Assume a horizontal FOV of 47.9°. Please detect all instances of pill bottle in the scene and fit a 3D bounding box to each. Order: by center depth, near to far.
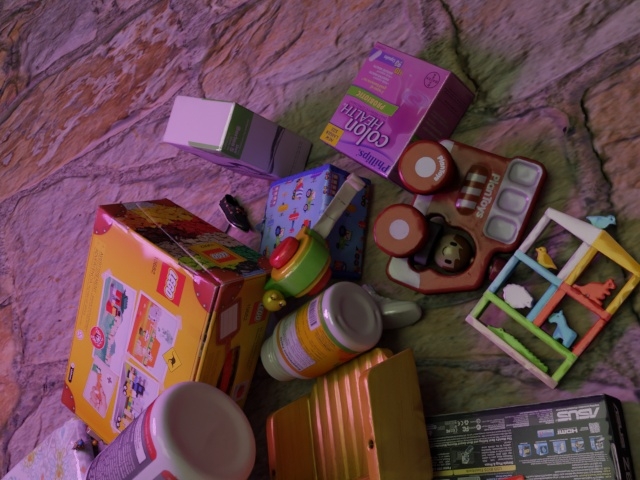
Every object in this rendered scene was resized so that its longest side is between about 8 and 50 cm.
[{"bbox_3d":[-0.300,0.432,1.307,0.363,0.210,0.210,-43,54,28],"label":"pill bottle"},{"bbox_3d":[-0.007,0.188,1.398,0.245,0.136,0.136,-36,55,41],"label":"pill bottle"}]

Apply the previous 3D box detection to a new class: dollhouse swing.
[{"bbox_3d":[-0.039,0.363,1.262,0.347,0.305,0.315,-36,54,50],"label":"dollhouse swing"}]

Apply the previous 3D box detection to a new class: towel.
[{"bbox_3d":[-0.700,0.685,1.852,0.374,0.090,0.321,-40,56,19],"label":"towel"}]

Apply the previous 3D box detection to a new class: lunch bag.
[{"bbox_3d":[-0.049,-0.030,1.591,0.293,0.138,0.221,-3,76,46],"label":"lunch bag"}]

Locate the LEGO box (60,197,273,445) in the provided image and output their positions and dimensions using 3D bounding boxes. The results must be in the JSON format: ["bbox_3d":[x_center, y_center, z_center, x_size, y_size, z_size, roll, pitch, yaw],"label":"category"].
[{"bbox_3d":[-0.330,0.212,1.533,0.372,0.193,0.500,29,113,29],"label":"LEGO box"}]

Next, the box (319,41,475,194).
[{"bbox_3d":[0.156,-0.257,1.506,0.213,0.117,0.243,36,98,39],"label":"box"}]

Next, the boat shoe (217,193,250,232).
[{"bbox_3d":[-0.207,-0.066,1.757,0.042,0.049,0.133,-57,47,18],"label":"boat shoe"}]

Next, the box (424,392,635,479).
[{"bbox_3d":[0.309,0.435,1.177,0.394,0.097,0.318,-18,64,32],"label":"box"}]

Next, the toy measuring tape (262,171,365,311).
[{"bbox_3d":[0.000,0.000,1.374,0.121,0.121,0.330,24,70,39],"label":"toy measuring tape"}]

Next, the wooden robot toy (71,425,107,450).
[{"bbox_3d":[-0.544,0.480,1.827,0.173,0.079,0.076,-51,14,-16],"label":"wooden robot toy"}]

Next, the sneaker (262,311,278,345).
[{"bbox_3d":[-0.196,0.137,1.617,0.094,0.151,0.256,-44,55,15],"label":"sneaker"}]

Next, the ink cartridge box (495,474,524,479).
[{"bbox_3d":[0.224,0.483,1.134,0.232,0.066,0.189,-27,62,34],"label":"ink cartridge box"}]

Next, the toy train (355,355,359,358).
[{"bbox_3d":[0.078,0.263,1.453,0.017,0.023,0.083,-35,58,23],"label":"toy train"}]

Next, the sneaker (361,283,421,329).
[{"bbox_3d":[0.105,0.129,1.449,0.212,0.080,0.094,-13,56,34],"label":"sneaker"}]

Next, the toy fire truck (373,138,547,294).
[{"bbox_3d":[0.256,-0.036,1.346,0.253,0.169,0.302,21,89,21],"label":"toy fire truck"}]

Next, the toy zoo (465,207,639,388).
[{"bbox_3d":[0.411,0.079,1.234,0.192,0.030,0.293,40,100,25],"label":"toy zoo"}]

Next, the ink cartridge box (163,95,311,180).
[{"bbox_3d":[-0.185,-0.225,1.651,0.198,0.273,0.115,14,86,39],"label":"ink cartridge box"}]
